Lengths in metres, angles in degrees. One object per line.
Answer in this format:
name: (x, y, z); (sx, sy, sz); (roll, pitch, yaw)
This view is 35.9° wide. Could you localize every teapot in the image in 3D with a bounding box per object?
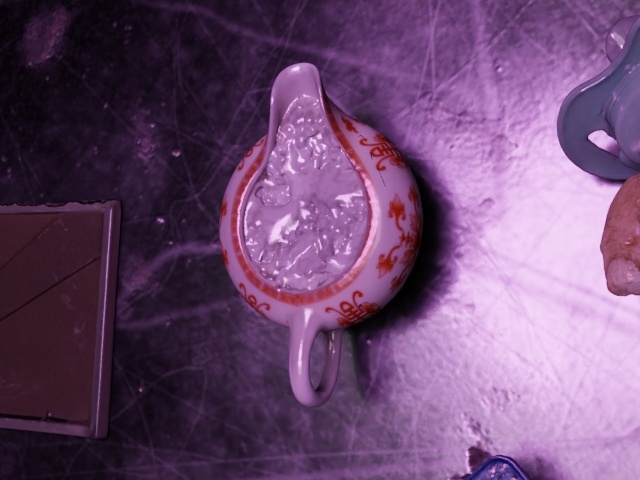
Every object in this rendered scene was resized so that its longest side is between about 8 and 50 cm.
teapot: (0.000, 0.000, 0.739); (0.159, 0.116, 0.245); (-7, 78, 12)

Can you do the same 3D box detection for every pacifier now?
pacifier: (0.228, -0.108, 0.660); (0.116, 0.127, 0.150); (-91, 25, -49)

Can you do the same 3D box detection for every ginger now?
ginger: (0.290, -0.063, 0.599); (0.288, 0.089, 0.075); (-32, 59, 6)

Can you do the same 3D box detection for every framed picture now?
framed picture: (-0.314, 0.070, 0.934); (0.289, 0.016, 0.213); (-1, 83, 26)

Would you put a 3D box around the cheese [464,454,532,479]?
cheese: (0.048, 0.284, 0.693); (0.320, 0.083, 0.204); (-47, 65, 16)
